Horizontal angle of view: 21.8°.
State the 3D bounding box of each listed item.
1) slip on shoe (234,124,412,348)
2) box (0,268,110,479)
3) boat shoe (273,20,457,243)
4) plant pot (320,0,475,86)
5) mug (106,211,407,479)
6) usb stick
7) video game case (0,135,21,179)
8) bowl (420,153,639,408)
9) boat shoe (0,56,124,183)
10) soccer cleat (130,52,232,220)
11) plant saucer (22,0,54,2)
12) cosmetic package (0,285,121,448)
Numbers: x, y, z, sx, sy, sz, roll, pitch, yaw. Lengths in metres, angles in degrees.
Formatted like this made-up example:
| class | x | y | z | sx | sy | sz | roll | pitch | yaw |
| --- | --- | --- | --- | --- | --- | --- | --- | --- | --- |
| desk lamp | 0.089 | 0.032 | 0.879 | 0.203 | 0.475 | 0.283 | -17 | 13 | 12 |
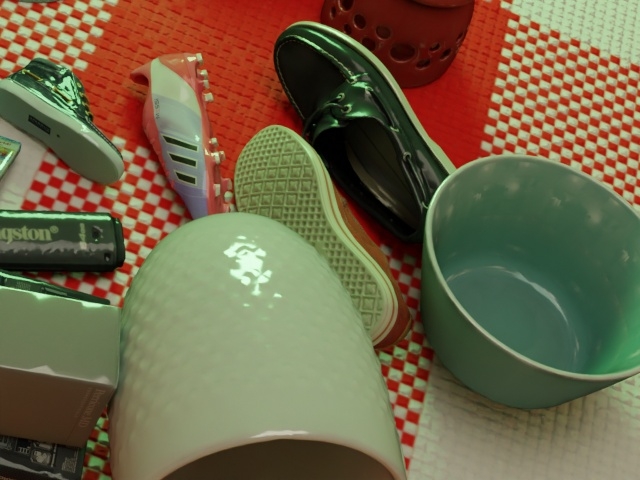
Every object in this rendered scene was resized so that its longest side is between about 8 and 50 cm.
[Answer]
| class | x | y | z | sx | sy | sz | roll | pitch | yaw |
| --- | --- | --- | --- | --- | --- | --- | --- | --- | --- |
| slip on shoe | 0.000 | 0.000 | 1.910 | 0.101 | 0.123 | 0.331 | 31 | 20 | -55 |
| box | -0.320 | 0.140 | 1.676 | 0.183 | 0.059 | 0.232 | 17 | 48 | -16 |
| boat shoe | 0.040 | -0.124 | 2.000 | 0.113 | 0.127 | 0.340 | -25 | 75 | -49 |
| plant pot | 0.113 | -0.323 | 2.158 | 0.191 | 0.174 | 0.191 | 10 | 52 | -14 |
| mug | -0.044 | 0.165 | 1.671 | 0.374 | 0.276 | 0.328 | 33 | 32 | -38 |
| usb stick | -0.349 | -0.001 | 1.789 | 0.278 | 0.045 | 0.077 | 2 | 53 | -22 |
| video game case | -0.410 | -0.080 | 1.810 | 0.119 | 0.015 | 0.166 | 18 | 35 | 1 |
| bowl | 0.237 | 0.069 | 1.907 | 0.311 | 0.163 | 0.311 | 12 | 51 | -15 |
| boat shoe | -0.285 | -0.144 | 1.915 | 0.183 | 0.065 | 0.083 | 35 | 50 | 7 |
| soccer cleat | -0.164 | -0.113 | 1.948 | 0.095 | 0.083 | 0.248 | -13 | 61 | 4 |
| plant saucer | -0.372 | -0.382 | 2.085 | 0.195 | 0.037 | 0.195 | 12 | 49 | -14 |
| cosmetic package | -0.318 | 0.112 | 1.573 | 0.238 | 0.127 | 0.107 | 13 | 50 | -15 |
